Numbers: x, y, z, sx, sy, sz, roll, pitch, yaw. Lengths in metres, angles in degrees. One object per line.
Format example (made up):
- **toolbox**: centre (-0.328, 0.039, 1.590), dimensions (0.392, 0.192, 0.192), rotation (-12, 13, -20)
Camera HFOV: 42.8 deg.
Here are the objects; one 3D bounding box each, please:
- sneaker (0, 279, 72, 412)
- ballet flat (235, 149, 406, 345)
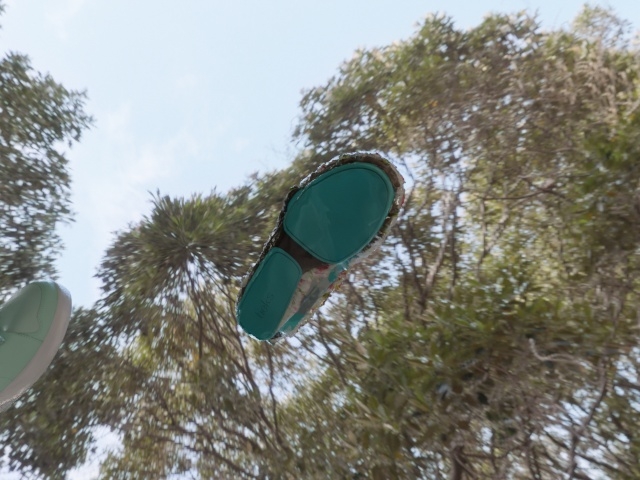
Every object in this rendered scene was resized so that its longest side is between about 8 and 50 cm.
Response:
- **sneaker**: centre (-0.340, 0.093, 0.723), dimensions (0.256, 0.094, 0.151), rotation (-53, -50, -34)
- **ballet flat**: centre (0.000, 0.000, 0.714), dimensions (0.091, 0.241, 0.077), rotation (47, -142, 5)
